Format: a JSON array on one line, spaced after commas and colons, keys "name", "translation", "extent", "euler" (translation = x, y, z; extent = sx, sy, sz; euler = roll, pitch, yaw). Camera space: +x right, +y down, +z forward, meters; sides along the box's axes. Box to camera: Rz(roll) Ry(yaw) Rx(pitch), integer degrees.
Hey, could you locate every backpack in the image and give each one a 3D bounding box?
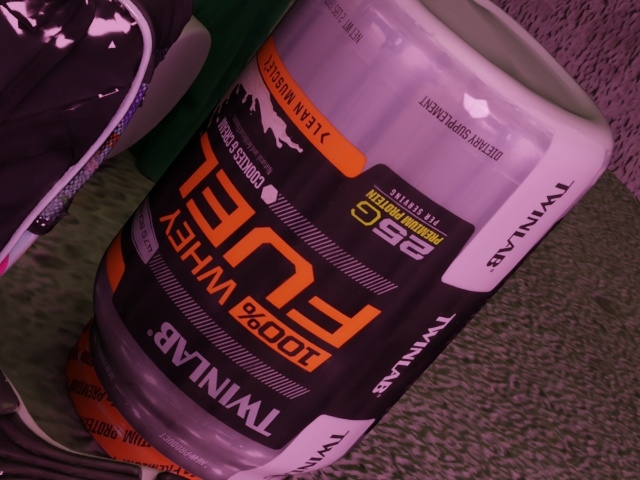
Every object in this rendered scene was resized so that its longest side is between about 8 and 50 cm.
[{"name": "backpack", "translation": [-0.216, -0.087, 0.724], "extent": [0.225, 0.253, 0.191], "euler": [35, 16, -10]}]

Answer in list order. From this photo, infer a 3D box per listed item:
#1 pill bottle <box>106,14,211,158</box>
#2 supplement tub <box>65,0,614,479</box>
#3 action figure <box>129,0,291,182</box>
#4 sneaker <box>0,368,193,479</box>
[{"name": "pill bottle", "translation": [-0.226, -0.200, 1.074], "extent": [0.278, 0.162, 0.162], "euler": [43, 20, 8]}, {"name": "supplement tub", "translation": [0.000, 0.000, 0.823], "extent": [0.194, 0.316, 0.193], "euler": [33, 21, -15]}, {"name": "action figure", "translation": [-0.090, -0.167, 1.140], "extent": [0.137, 0.232, 0.063], "euler": [43, 20, 7]}, {"name": "sneaker", "translation": [-0.153, 0.134, 0.576], "extent": [0.330, 0.147, 0.130], "euler": [30, 40, 22]}]
